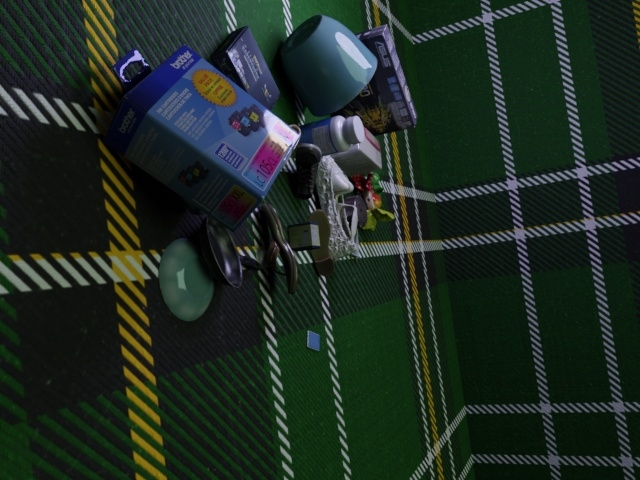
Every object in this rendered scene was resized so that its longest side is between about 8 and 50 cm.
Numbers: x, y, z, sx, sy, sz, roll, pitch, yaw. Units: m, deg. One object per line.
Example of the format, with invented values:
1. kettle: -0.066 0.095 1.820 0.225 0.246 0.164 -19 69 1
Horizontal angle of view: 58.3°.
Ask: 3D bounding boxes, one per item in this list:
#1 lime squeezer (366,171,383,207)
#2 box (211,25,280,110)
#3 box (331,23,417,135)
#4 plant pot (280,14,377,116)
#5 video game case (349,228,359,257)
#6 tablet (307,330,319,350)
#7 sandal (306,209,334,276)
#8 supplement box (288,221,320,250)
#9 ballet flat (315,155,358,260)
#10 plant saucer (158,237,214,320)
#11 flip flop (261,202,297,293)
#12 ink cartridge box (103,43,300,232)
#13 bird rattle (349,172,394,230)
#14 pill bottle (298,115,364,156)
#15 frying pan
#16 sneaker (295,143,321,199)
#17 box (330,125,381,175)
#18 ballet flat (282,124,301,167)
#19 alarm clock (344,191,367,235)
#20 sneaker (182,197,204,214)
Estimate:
1. lime squeezer: 0.230 -0.248 2.529 0.058 0.110 0.311 -34 122 -13
2. box: -0.211 -0.479 1.678 0.184 0.059 0.233 -71 144 -47
3. box: 0.165 -0.586 2.201 0.395 0.317 0.097 63 31 -35
4. plant pot: 0.006 -0.608 1.937 0.235 0.292 0.293 44 42 -31
5. video game case: 0.100 -0.041 2.229 0.201 0.023 0.184 26 59 -60
6. tablet: -0.023 0.327 1.869 0.083 0.006 0.054 37 50 -57
7. sandal: -0.006 0.001 1.962 0.079 0.088 0.240 -120 -162 -69
8. supplement box: -0.052 -0.012 1.828 0.056 0.083 0.083 7 76 -64
9. ballet flat: 0.065 -0.134 2.062 0.147 0.146 0.410 4 78 -64
10. plant saucer: -0.297 0.089 1.338 0.195 0.037 0.195 33 52 -57
11. flip flop: -0.131 0.027 1.657 0.112 0.080 0.277 136 -65 -74
12. ink cartridge box: -0.270 -0.242 1.245 0.395 0.151 0.270 35 42 -12
13. bird rattle: 0.202 -0.168 2.421 0.254 0.143 0.207 66 8 8
14. pill bottle: 0.032 -0.354 1.956 0.124 0.221 0.125 33 53 -58
15. frying pan: -0.237 0.017 1.470 0.326 0.053 0.198 -55 125 -81
16. sneaker: -0.041 -0.219 1.854 0.222 0.083 0.118 85 10 -70
17. box: 0.129 -0.357 2.246 0.232 0.148 0.127 26 58 -61
18. ballet flat: -0.117 -0.290 1.781 0.249 0.086 0.086 -67 140 -52
19. alarm clock: 0.144 -0.124 2.255 0.192 0.064 0.129 -78 149 -43
20. sneaker: -0.293 -0.170 1.398 0.125 0.103 0.262 95 1 -49
